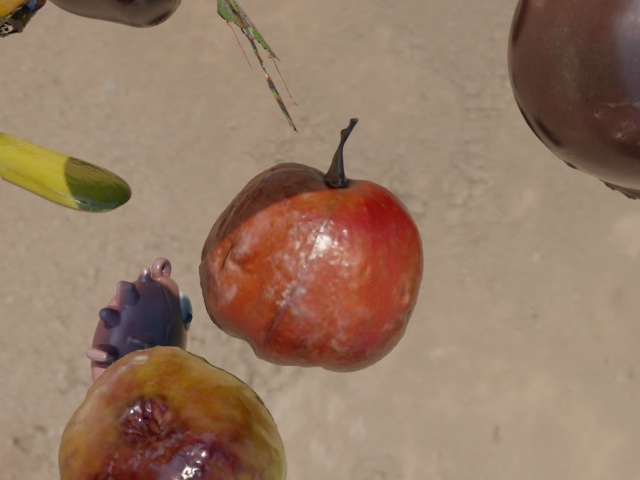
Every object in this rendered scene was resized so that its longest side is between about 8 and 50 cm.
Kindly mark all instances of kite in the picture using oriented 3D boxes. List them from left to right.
[{"bbox_3d":[-0.077,-0.224,1.916,0.244,0.006,0.198,63,12,22],"label":"kite"}]

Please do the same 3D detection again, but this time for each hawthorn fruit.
[{"bbox_3d":[0.000,0.000,1.721,0.242,0.242,0.271,2,115,-41],"label":"hawthorn fruit"}]

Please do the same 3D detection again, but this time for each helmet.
[{"bbox_3d":[0.155,-0.102,0.781,0.106,0.155,0.175,-2,121,-53],"label":"helmet"}]

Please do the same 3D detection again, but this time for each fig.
[{"bbox_3d":[-0.091,0.173,1.192,0.159,0.159,0.257,-69,158,-13],"label":"fig"}]

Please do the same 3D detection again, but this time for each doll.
[{"bbox_3d":[-0.236,0.149,2.100,0.211,0.093,0.262,43,59,-56],"label":"doll"}]

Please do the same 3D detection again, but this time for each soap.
[{"bbox_3d":[-0.265,-0.067,1.585,0.089,0.168,0.033,-31,141,-62],"label":"soap"}]

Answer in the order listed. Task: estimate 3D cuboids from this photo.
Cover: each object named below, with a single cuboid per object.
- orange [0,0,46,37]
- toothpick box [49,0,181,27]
[{"bbox_3d":[-0.346,-0.310,1.785,0.112,0.160,0.170,16,39,-31],"label":"orange"},{"bbox_3d":[-0.092,-0.278,1.114,0.294,0.192,0.192,-33,120,4],"label":"toothpick box"}]
